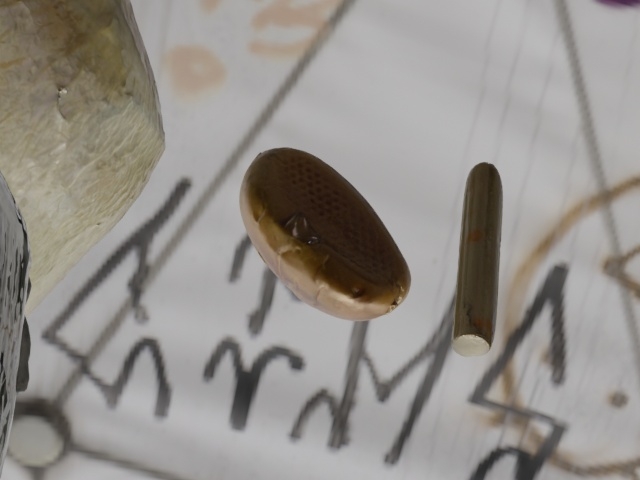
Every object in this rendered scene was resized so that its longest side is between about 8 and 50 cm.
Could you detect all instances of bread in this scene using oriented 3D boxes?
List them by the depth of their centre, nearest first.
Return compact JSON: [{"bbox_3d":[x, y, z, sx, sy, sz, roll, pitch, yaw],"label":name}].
[{"bbox_3d":[0.000,0.000,1.426,0.114,0.077,0.189,-16,-119,-44],"label":"bread"}]

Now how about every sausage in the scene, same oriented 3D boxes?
[{"bbox_3d":[0.087,0.008,0.909,0.024,0.024,0.132,12,-132,-2],"label":"sausage"}]

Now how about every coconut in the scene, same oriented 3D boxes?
[{"bbox_3d":[-0.293,-0.110,1.262,0.346,0.346,0.360,32,-99,24],"label":"coconut"}]

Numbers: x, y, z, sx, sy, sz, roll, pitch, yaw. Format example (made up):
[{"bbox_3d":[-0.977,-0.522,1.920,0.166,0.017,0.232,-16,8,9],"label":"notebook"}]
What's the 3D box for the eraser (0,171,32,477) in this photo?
[{"bbox_3d":[-0.187,-0.014,0.590,0.101,0.332,0.155,-3,-118,5],"label":"eraser"}]
